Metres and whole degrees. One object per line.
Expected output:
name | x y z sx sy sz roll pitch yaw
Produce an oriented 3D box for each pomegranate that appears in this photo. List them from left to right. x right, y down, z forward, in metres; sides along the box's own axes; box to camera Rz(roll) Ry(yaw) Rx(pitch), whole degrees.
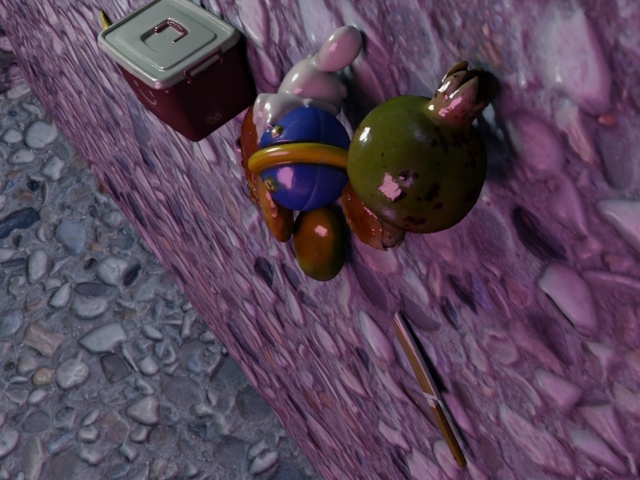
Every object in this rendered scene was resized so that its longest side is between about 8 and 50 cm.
pomegranate | 0.129 -0.115 1.031 0.179 0.211 0.179 26 -175 -2

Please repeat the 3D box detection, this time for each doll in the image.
doll | -0.044 -0.161 1.274 0.311 0.159 0.243 169 93 -73

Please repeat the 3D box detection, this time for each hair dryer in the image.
hair dryer | -0.123 -0.148 1.729 0.137 0.047 0.082 41 154 25

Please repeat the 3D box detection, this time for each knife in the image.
knife | 0.211 0.282 1.595 0.343 0.027 0.061 64 164 -9

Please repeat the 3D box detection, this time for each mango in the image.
mango | -0.002 -0.001 1.610 0.191 0.085 0.122 96 151 -46

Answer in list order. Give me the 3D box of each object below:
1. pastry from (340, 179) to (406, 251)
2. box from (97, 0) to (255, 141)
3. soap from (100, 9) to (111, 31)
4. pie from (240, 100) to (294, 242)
pastry | 0.082 -0.056 1.319 0.153 0.081 0.153 48 156 29
box | -0.264 -0.327 1.600 0.294 0.193 0.167 39 161 41
soap | -0.533 -0.507 2.175 0.168 0.033 0.089 57 158 6
pie | -0.099 -0.126 1.584 0.273 0.069 0.273 171 90 -77
